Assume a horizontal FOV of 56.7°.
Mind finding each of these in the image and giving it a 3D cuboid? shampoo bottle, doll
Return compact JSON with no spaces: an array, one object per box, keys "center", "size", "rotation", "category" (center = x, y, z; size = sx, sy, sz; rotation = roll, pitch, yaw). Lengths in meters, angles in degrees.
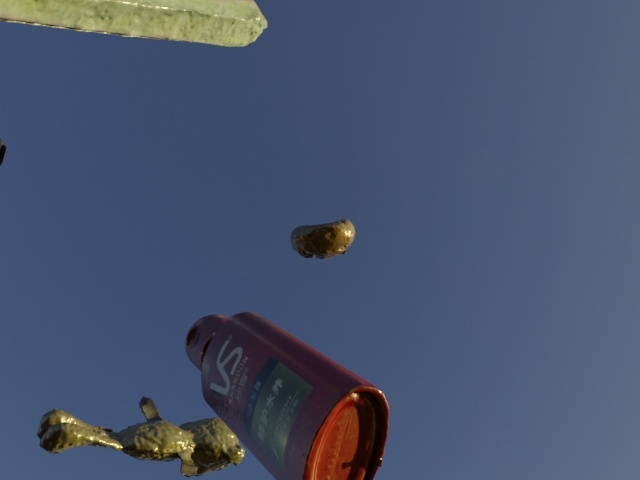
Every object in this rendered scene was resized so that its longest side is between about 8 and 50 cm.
[{"center":[-0.055,0.147,0.599],"size":[0.076,0.314,0.118],"rotation":[15,-88,-32],"category":"shampoo bottle"},{"center":[-0.243,0.296,0.861],"size":[0.202,0.286,0.091],"rotation":[9,-100,25],"category":"doll"}]

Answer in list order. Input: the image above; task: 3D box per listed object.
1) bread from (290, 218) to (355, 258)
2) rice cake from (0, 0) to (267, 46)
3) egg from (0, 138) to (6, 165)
[{"center":[0.000,0.000,1.010],"size":[0.113,0.082,0.060],"rotation":[-6,-82,26],"category":"bread"},{"center":[-0.106,-0.133,0.333],"size":[0.033,0.207,0.033],"rotation":[-44,-104,34],"category":"rice cake"},{"center":[-0.288,-0.020,0.236],"size":[0.310,0.279,0.279],"rotation":[-1,-60,40],"category":"egg"}]
